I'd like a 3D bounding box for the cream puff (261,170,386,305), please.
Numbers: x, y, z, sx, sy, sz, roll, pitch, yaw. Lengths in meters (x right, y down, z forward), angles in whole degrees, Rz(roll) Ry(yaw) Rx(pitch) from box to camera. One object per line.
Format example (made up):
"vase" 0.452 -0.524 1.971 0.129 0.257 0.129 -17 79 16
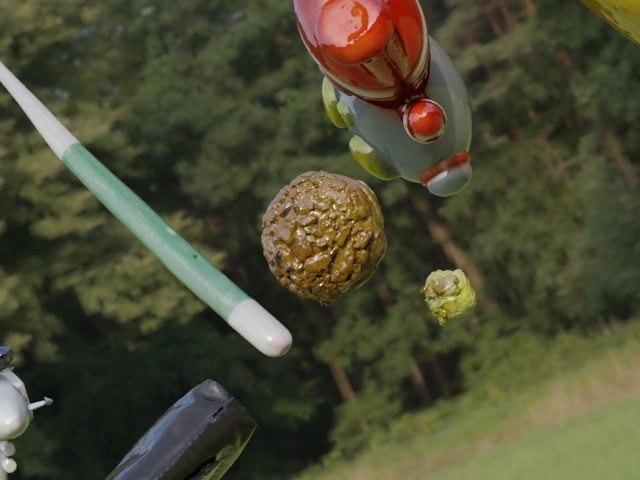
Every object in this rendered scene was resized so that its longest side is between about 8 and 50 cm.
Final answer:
"cream puff" 0.000 0.000 1.855 0.150 0.165 0.115 11 31 26

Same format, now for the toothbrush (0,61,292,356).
"toothbrush" -0.105 -0.029 0.759 0.018 0.257 0.024 -15 -40 -54

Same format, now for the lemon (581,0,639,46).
"lemon" 0.231 -0.211 0.889 0.236 0.263 0.236 -42 -2 -1

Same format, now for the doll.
"doll" 0.043 -0.126 1.196 0.105 0.199 0.336 -34 -21 5

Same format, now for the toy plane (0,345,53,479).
"toy plane" -0.381 0.186 1.866 0.101 0.251 0.255 -22 13 -26

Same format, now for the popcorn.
"popcorn" 0.155 0.071 1.948 0.059 0.068 0.083 -49 -16 -34

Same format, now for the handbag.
"handbag" -0.181 0.252 1.564 0.223 0.080 0.247 -40 -8 -28
